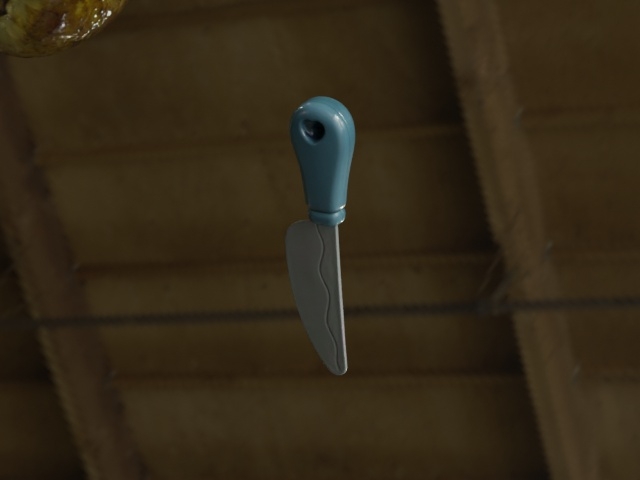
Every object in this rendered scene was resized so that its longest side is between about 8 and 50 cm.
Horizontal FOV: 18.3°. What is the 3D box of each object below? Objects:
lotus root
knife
[{"bbox_3d":[-0.154,-0.176,1.212,0.094,0.190,0.108,13,-67,22],"label":"lotus root"},{"bbox_3d":[-0.002,-0.001,1.563,0.058,0.032,0.244,13,-58,20],"label":"knife"}]
